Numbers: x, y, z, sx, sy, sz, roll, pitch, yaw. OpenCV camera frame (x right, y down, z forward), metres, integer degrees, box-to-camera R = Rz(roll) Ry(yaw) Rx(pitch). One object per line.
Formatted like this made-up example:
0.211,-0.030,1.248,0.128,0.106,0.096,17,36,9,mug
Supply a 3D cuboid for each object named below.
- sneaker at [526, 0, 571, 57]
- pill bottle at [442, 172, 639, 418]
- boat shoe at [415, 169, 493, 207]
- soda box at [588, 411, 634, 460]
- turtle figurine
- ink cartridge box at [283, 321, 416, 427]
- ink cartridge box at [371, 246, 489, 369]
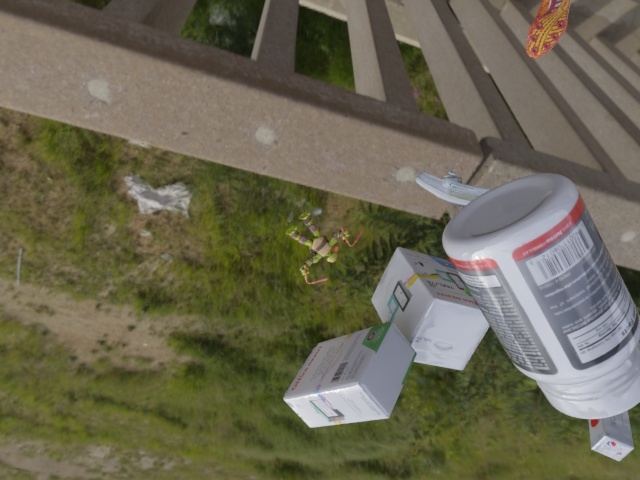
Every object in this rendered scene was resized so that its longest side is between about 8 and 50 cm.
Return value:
0.453,-0.440,0.928,0.064,0.067,0.175,23,100,13,sneaker
0.369,0.094,0.765,0.210,0.210,0.363,-27,106,24,pill bottle
0.437,-0.145,1.399,0.320,0.118,0.103,25,101,22,boat shoe
0.768,0.466,1.271,0.074,0.216,0.069,22,128,11,soda box
0.000,0.000,1.650,0.269,0.087,0.217,-43,111,0,turtle figurine
0.070,0.333,1.169,0.278,0.201,0.117,-28,106,43,ink cartridge box
0.298,0.182,1.309,0.198,0.270,0.197,15,113,-19,ink cartridge box
